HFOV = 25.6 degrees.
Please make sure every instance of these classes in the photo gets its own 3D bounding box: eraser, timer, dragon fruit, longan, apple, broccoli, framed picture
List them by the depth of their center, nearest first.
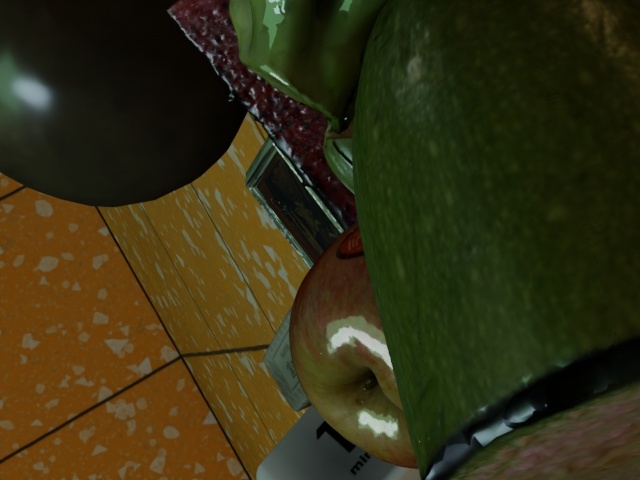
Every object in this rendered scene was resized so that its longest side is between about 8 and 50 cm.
[{"bbox_3d":[-0.016,-0.204,0.902,0.247,0.246,0.288,17,-177,26],"label":"broccoli"},{"bbox_3d":[0.077,0.066,1.054,0.209,0.164,0.209,23,142,20],"label":"apple"},{"bbox_3d":[0.005,-0.138,1.206,0.189,0.163,0.262,-22,110,46],"label":"dragon fruit"},{"bbox_3d":[-0.225,-0.229,1.371,0.404,0.336,0.405,-19,-90,-78],"label":"longan"},{"bbox_3d":[0.000,0.000,1.376,0.216,0.016,0.273,52,169,1],"label":"framed picture"},{"bbox_3d":[0.082,0.267,1.498,0.192,0.194,0.195,45,173,-31],"label":"timer"},{"bbox_3d":[0.011,0.124,1.728,0.098,0.096,0.404,58,165,9],"label":"eraser"}]

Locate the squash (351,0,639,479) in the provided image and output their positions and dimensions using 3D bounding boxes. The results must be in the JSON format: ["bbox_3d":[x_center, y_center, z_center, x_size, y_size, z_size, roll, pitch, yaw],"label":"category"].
[{"bbox_3d":[0.162,-0.038,0.744,0.310,0.310,0.309,95,164,-64],"label":"squash"}]

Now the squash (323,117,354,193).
[{"bbox_3d":[0.099,-0.023,1.133,0.239,0.069,0.069,37,164,-3],"label":"squash"}]
